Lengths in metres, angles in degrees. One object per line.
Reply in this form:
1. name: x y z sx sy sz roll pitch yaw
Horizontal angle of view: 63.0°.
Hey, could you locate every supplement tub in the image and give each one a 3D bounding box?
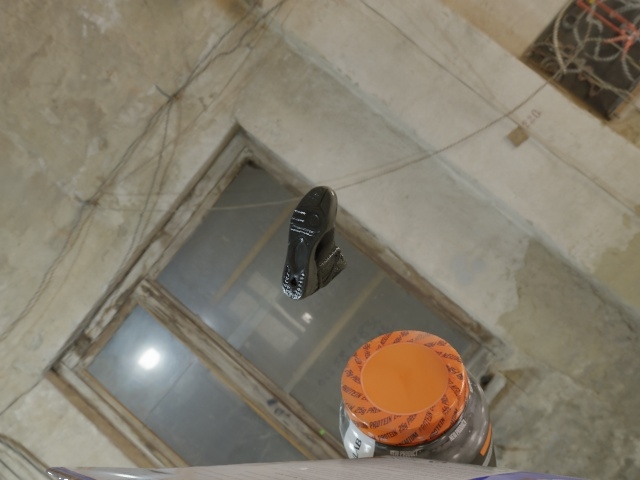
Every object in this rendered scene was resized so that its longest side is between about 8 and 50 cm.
1. supplement tub: 0.148 0.306 0.765 0.207 0.207 0.338 -47 -47 -35

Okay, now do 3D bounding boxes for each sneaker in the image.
1. sneaker: 0.000 0.000 1.032 0.130 0.087 0.227 -12 -63 -56

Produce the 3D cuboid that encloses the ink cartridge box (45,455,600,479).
1. ink cartridge box: 0.053 0.170 0.290 0.304 0.307 0.072 -13 69 44
